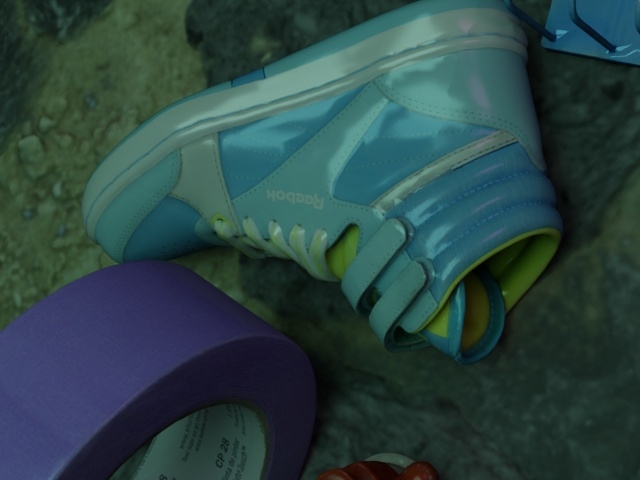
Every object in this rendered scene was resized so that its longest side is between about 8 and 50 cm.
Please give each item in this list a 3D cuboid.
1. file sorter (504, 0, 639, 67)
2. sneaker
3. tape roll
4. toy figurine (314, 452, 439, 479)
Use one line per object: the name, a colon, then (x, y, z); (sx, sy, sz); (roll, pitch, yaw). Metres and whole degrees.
file sorter: (0.204, -0.160, 0.837); (0.170, 0.104, 0.118); (15, 91, 28)
sneaker: (0.000, 0.000, 0.911); (0.319, 0.127, 0.208); (-24, 71, 24)
tape roll: (-0.125, 0.150, 0.870); (0.090, 0.275, 0.275); (33, 99, 28)
toy figurine: (0.061, 0.238, 0.842); (0.209, 0.148, 0.213); (18, 89, 23)
